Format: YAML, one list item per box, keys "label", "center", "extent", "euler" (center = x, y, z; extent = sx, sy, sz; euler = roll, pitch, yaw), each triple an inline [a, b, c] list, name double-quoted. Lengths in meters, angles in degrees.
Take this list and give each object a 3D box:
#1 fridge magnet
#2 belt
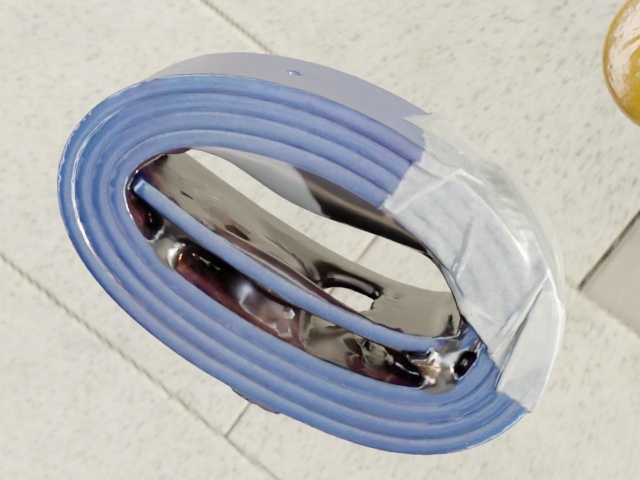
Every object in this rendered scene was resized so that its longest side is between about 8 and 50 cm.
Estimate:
- label: "fridge magnet"
  center: [0.318, -0.159, 1.181]
  extent: [0.143, 0.063, 0.143]
  euler: [7, 106, 23]
- label: "belt"
  center: [0.000, 0.000, 0.912]
  extent: [0.347, 0.117, 0.212]
  euler: [28, 107, 3]
